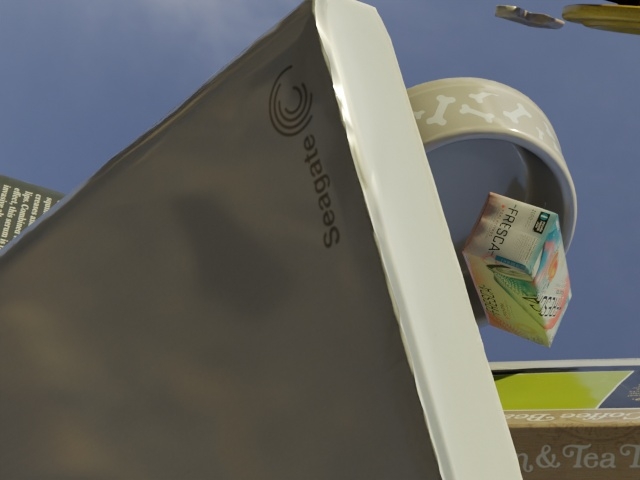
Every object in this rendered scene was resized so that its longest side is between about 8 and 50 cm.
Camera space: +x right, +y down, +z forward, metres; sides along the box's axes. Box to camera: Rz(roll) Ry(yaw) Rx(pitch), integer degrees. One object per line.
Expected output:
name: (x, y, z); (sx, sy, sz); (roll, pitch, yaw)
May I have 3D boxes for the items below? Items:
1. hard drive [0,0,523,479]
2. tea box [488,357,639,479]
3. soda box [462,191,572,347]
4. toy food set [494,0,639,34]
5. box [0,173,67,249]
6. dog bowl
hard drive: (-0.080, 0.081, 0.551); (0.353, 0.047, 0.233); (-32, -117, 37)
tea box: (0.201, 0.226, 1.019); (0.329, 0.323, 0.220); (-5, -89, 25)
soda box: (0.170, 0.029, 1.032); (0.063, 0.183, 0.058); (20, -106, 23)
toy food set: (0.206, -0.147, 0.665); (0.217, 0.128, 0.071); (10, -80, 27)
box: (-0.394, 0.091, 1.279); (0.212, 0.395, 0.293); (-89, -157, -45)
dog bowl: (0.167, -0.029, 1.551); (0.348, 0.349, 0.102); (-38, -145, 9)
